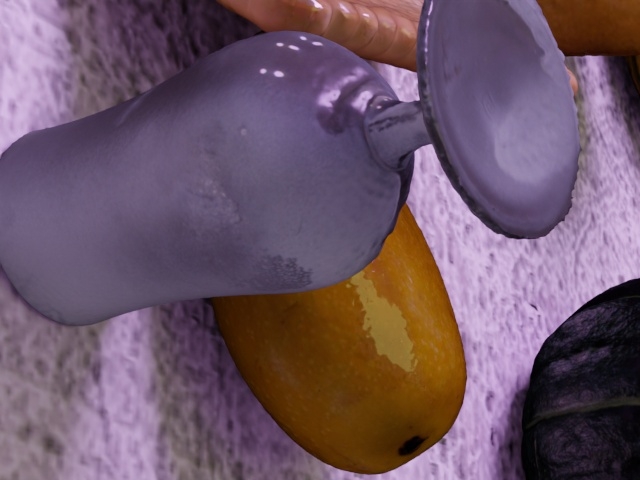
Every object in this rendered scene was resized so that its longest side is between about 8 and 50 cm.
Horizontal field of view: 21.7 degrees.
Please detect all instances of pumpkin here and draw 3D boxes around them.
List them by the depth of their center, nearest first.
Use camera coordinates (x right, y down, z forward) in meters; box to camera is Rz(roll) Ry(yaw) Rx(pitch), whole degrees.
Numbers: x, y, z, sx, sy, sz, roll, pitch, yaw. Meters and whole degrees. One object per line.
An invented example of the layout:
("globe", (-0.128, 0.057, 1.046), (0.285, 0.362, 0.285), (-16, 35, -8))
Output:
("pumpkin", (0.215, 0.126, 0.977), (0.220, 0.162, 0.220), (14, 73, -53))

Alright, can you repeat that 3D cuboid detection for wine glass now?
("wine glass", (-0.023, -0.028, 0.651), (0.103, 0.231, 0.103), (19, 64, -47))

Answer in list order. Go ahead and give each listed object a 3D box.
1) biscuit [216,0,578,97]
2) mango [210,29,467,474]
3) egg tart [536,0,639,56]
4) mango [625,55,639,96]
("biscuit", (0.011, -0.118, 0.819), (0.250, 0.160, 0.030), (5, 115, -54))
("mango", (0.000, 0.000, 0.788), (0.136, 0.099, 0.227), (15, 57, -57))
("egg tart", (0.182, -0.204, 1.028), (0.215, 0.215, 0.171), (-21, 111, -54))
("mango", (0.293, -0.136, 1.198), (0.262, 0.130, 0.167), (56, 39, -18))
